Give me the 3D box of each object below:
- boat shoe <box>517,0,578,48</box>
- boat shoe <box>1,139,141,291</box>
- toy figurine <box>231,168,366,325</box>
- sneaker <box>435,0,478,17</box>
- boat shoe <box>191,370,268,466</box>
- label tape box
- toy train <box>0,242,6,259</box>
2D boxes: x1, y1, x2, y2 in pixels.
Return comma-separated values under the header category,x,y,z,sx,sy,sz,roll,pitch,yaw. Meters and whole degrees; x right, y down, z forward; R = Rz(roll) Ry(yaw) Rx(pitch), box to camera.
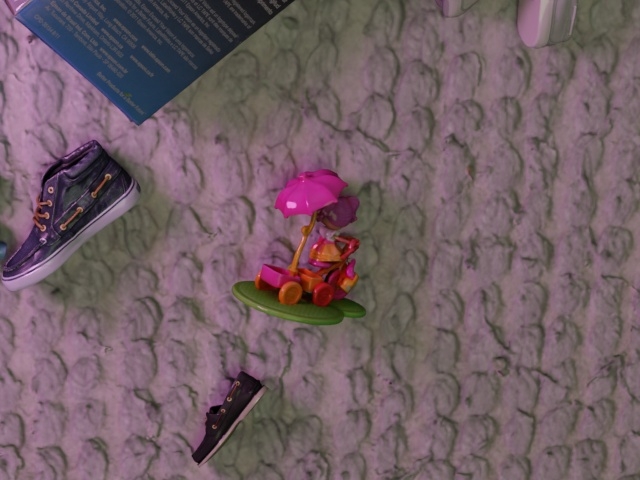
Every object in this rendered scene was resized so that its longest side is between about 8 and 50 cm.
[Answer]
category,x,y,z,sx,sy,sz,roll,pitch,yaw
boat shoe,0.261,-0.297,2.075,0.063,0.066,0.184,-9,115,-26
boat shoe,-0.289,-0.029,2.069,0.183,0.065,0.083,-39,117,-1
toy figurine,0.000,0.000,2.136,0.173,0.130,0.159,6,106,-40
sneaker,0.078,-0.337,1.990,0.292,0.110,0.118,33,113,-25
boat shoe,-0.113,0.209,2.237,0.042,0.049,0.133,37,111,2
label tape box,-0.132,-0.297,1.901,0.334,0.106,0.240,-37,146,6
toy train,-0.407,-0.028,2.046,0.166,0.046,0.125,16,110,-21
